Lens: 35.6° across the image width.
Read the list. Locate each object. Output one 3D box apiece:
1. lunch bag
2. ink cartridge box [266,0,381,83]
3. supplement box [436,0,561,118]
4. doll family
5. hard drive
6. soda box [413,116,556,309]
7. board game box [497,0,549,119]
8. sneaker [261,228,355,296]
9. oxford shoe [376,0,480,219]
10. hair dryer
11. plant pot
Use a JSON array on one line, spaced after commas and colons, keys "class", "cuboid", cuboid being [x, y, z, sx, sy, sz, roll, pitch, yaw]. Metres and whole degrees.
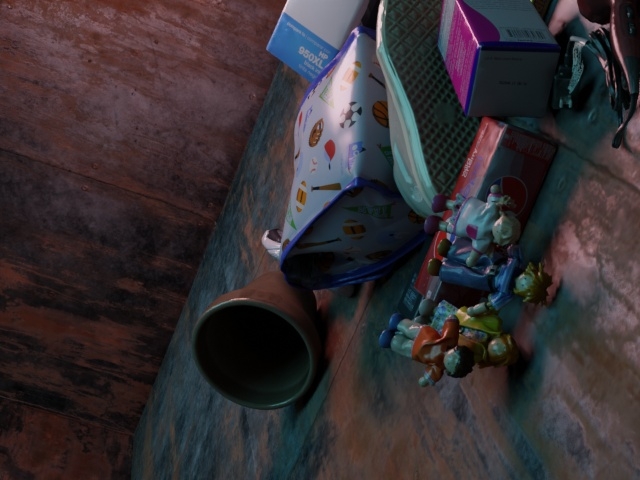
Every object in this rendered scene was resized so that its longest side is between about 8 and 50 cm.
[{"class": "lunch bag", "cuboid": [0.061, -0.119, 1.754, 0.385, 0.239, 0.327, -41, 38, 50]}, {"class": "ink cartridge box", "cuboid": [0.102, -0.515, 1.983, 0.285, 0.166, 0.394, -20, -37, -52]}, {"class": "supplement box", "cuboid": [0.242, -0.273, 1.394, 0.220, 0.111, 0.113, -98, 11, -51]}, {"class": "doll family", "cuboid": [0.199, 0.066, 1.242, 0.163, 0.118, 0.262, 20, 90, 48]}, {"class": "hard drive", "cuboid": [0.165, 0.063, 1.577, 0.094, 0.022, 0.135, -123, 53, -72]}, {"class": "soda box", "cuboid": [0.223, -0.030, 1.361, 0.092, 0.084, 0.263, -128, 59, -72]}, {"class": "board game box", "cuboid": [0.296, -0.318, 1.549, 0.124, 0.039, 0.259, -137, 64, -73]}, {"class": "sneaker", "cuboid": [0.000, 0.000, 2.005, 0.269, 0.101, 0.153, 31, 92, 44]}, {"class": "oxford shoe", "cuboid": [0.165, -0.221, 1.538, 0.130, 0.169, 0.449, 121, 145, -65]}, {"class": "hair dryer", "cuboid": [0.366, -0.267, 1.176, 0.223, 0.080, 0.293, -120, 36, -67]}, {"class": "plant pot", "cuboid": [-0.107, 0.176, 2.056, 0.263, 0.263, 0.229, -62, 1, 32]}]
